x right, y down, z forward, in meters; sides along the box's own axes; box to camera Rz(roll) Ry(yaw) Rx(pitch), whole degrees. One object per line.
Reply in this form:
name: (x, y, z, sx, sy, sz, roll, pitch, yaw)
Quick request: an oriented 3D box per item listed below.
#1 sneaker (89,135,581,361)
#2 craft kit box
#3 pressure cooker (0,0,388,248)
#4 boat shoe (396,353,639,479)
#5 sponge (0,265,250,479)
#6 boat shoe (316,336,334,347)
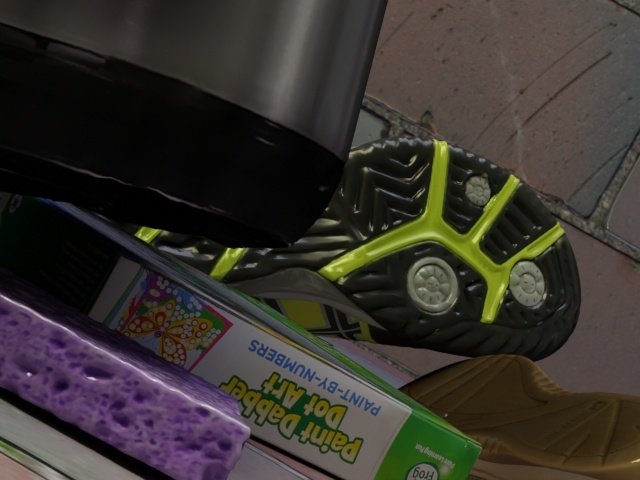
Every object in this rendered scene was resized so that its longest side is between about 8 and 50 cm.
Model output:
sneaker: (0.000, 0.000, 1.299, 0.385, 0.145, 0.147, 15, -16, -16)
craft kit box: (-0.072, 0.045, 1.006, 0.247, 0.061, 0.250, 27, 1, -32)
pressure cooker: (-0.127, -0.233, 0.761, 0.375, 0.420, 0.370, 13, -5, 24)
boat shoe: (0.131, 0.143, 1.164, 0.302, 0.109, 0.098, 7, -57, 60)
sponge: (-0.123, 0.025, 0.673, 0.210, 0.031, 0.117, 29, -1, -3)
boat shoe: (-0.065, 0.041, 1.386, 0.219, 0.070, 0.078, 30, 0, -24)
